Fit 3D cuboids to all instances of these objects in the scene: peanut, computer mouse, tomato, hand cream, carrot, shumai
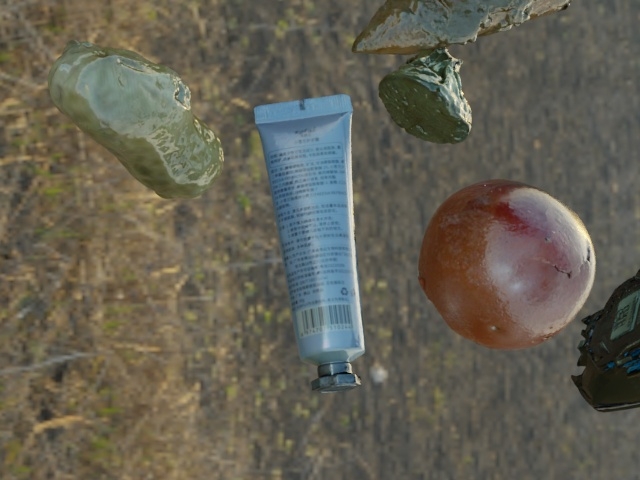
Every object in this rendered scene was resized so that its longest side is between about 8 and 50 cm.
[{"bbox_3d":[-0.151,-0.098,1.129,0.214,0.099,0.099,55,44,-52],"label":"peanut"},{"bbox_3d":[0.301,0.071,1.089,0.077,0.242,0.146,39,47,-13],"label":"computer mouse"},{"bbox_3d":[0.224,0.022,1.562,0.208,0.184,0.208,28,36,-23],"label":"tomato"},{"bbox_3d":[0.000,0.000,1.181,0.058,0.091,0.271,69,13,-75],"label":"hand cream"},{"bbox_3d":[0.147,-0.252,1.414,0.263,0.102,0.102,-23,112,-18],"label":"carrot"},{"bbox_3d":[0.131,-0.176,1.519,0.124,0.099,0.087,49,56,-37],"label":"shumai"}]
